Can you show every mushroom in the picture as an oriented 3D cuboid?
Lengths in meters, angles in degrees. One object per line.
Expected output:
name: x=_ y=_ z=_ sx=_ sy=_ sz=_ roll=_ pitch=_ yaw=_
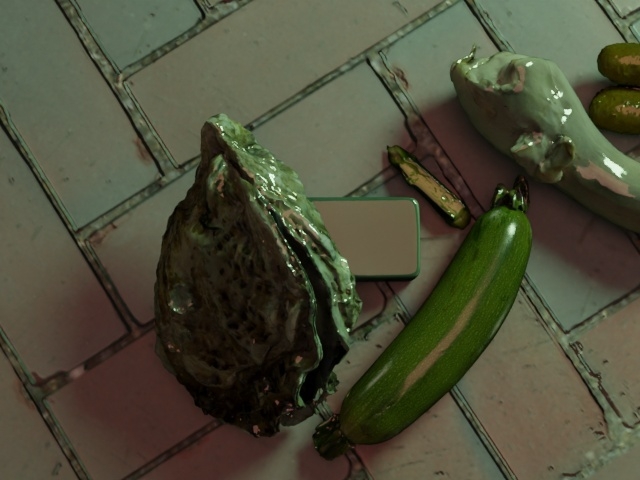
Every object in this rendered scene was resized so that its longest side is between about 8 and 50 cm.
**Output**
mushroom: x=0.237 y=-0.085 z=1.021 sx=0.278 sy=0.099 sz=0.096 roll=38 pitch=111 yaw=2

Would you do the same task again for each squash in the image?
squash: x=0.112 y=0.082 z=1.010 sx=0.071 sy=0.080 sz=0.318 roll=40 pitch=85 yaw=-32

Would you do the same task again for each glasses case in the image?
glasses case: x=0.000 y=0.000 z=1.038 sx=0.184 sy=0.039 sz=0.078 roll=0 pitch=82 yaw=2

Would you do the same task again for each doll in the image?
doll: x=0.356 y=-0.130 z=1.022 sx=0.209 sy=0.097 sz=0.137 roll=5 pitch=88 yaw=7

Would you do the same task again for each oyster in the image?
oyster: x=-0.053 y=0.041 z=0.971 sx=0.198 sy=0.112 sz=0.268 roll=24 pitch=116 yaw=16

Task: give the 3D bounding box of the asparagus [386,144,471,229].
asparagus: x=0.100 y=-0.052 z=1.052 sx=0.025 sy=0.021 sz=0.108 roll=-45 pitch=83 yaw=-3
